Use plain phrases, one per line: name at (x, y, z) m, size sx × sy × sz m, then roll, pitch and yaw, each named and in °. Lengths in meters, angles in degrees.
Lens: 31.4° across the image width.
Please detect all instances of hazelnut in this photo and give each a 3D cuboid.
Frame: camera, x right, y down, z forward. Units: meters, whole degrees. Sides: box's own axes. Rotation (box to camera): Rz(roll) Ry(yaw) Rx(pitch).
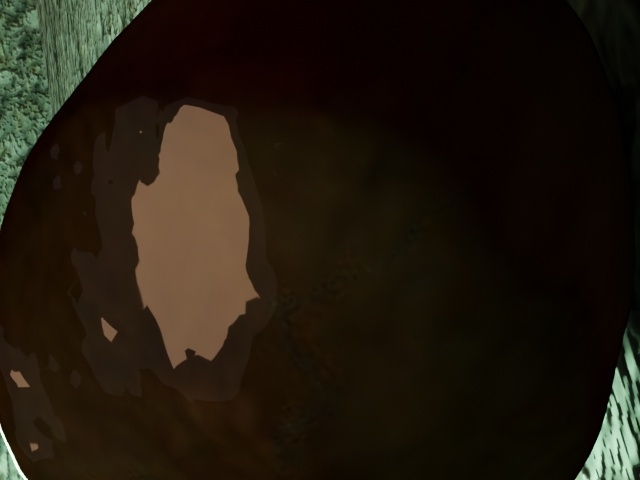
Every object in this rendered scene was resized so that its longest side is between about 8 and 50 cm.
hazelnut at (-0.001, 0.006, 0.604) m, size 0.366 × 0.366 × 0.365 m, roll 174°, pitch 90°, yaw -69°
